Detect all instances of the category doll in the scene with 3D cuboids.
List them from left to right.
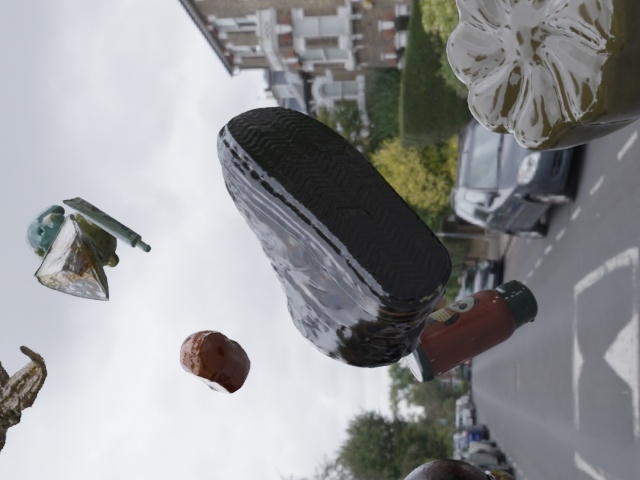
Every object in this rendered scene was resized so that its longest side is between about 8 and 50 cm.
[{"bbox_3d":[-0.695,-0.005,1.900,0.161,0.261,0.177,-55,-39,-51],"label":"doll"}]

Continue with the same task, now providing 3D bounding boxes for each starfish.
[{"bbox_3d":[-0.805,0.378,1.580,0.398,0.384,0.132,-52,1,5],"label":"starfish"}]

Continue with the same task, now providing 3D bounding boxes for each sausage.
[{"bbox_3d":[-0.252,0.292,1.631,0.258,0.133,0.133,54,-143,-57],"label":"sausage"}]

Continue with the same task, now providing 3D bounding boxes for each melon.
[{"bbox_3d":[-0.517,0.045,1.369,0.202,0.139,0.093,63,161,14],"label":"melon"}]

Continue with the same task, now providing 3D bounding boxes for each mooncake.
[{"bbox_3d":[0.371,-0.328,1.047,0.201,0.378,0.378,-22,-50,-29],"label":"mooncake"}]

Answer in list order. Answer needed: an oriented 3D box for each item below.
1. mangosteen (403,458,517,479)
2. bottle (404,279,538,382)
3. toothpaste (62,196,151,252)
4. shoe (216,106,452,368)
[{"bbox_3d":[0.211,0.399,0.942,0.194,0.230,0.194,165,90,-75],"label":"mangosteen"},{"bbox_3d":[0.357,0.206,1.600,0.144,0.336,0.144,63,171,19],"label":"bottle"},{"bbox_3d":[-0.534,-0.041,1.688,0.037,0.255,0.067,-62,-9,22],"label":"toothpaste"},{"bbox_3d":[0.000,0.000,0.929,0.171,0.384,0.237,-33,-24,-31],"label":"shoe"}]
